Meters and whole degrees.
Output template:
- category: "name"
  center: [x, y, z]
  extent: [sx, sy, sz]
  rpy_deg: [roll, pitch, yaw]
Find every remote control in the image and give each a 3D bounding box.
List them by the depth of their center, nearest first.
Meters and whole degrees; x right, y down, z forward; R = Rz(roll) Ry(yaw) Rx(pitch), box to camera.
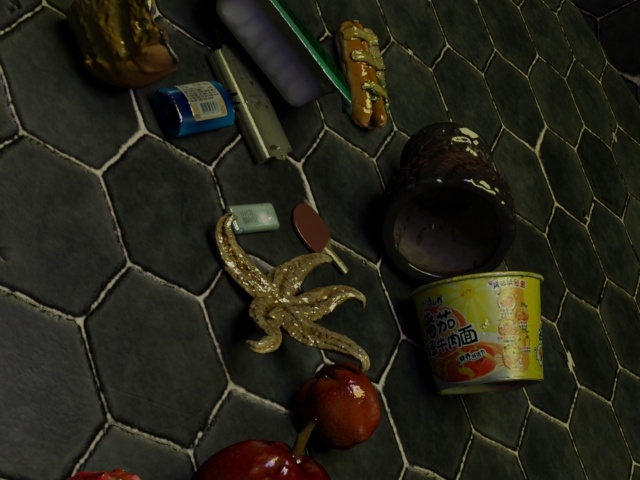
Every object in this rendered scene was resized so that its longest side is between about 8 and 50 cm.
- category: "remote control"
  center: [-0.116, -0.038, 1.996]
  extent: [0.124, 0.018, 0.053]
  rpy_deg: [-9, 75, -54]

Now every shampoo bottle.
- category: "shampoo bottle"
  center: [-0.203, -0.225, 1.975]
  extent: [0.183, 0.050, 0.087]
  rpy_deg: [-21, 83, -55]

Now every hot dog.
- category: "hot dog"
  center: [0.092, -0.341, 2.416]
  extent: [0.109, 0.072, 0.270]
  rpy_deg: [13, 58, -46]

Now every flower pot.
- category: "flower pot"
  center: [0.250, -0.090, 2.313]
  extent: [0.266, 0.266, 0.267]
  rpy_deg: [45, 29, -25]

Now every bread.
- category: "bread"
  center: [-0.315, -0.316, 1.815]
  extent: [0.174, 0.133, 0.251]
  rpy_deg: [63, -9, -6]

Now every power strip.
- category: "power strip"
  center: [-0.133, -0.260, 2.101]
  extent: [0.092, 0.034, 0.268]
  rpy_deg: [-22, 87, -55]

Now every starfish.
- category: "starfish"
  center: [-0.057, 0.090, 1.916]
  extent: [0.327, 0.094, 0.375]
  rpy_deg: [38, 27, -11]

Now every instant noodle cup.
- category: "instant noodle cup"
  center: [0.308, 0.182, 2.219]
  extent: [0.264, 0.264, 0.200]
  rpy_deg: [12, 68, -49]

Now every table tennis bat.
- category: "table tennis bat"
  center: [0.000, 0.000, 2.130]
  extent: [0.156, 0.013, 0.087]
  rpy_deg: [51, 34, -15]

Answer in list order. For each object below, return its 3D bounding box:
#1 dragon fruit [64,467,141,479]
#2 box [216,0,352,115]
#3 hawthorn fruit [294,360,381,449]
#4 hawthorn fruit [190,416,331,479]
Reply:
- category: "dragon fruit"
  center: [-0.256, 0.361, 1.356]
  extent: [0.210, 0.268, 0.205]
  rpy_deg: [28, 43, 2]
- category: "box"
  center: [-0.081, -0.369, 2.133]
  extent: [0.337, 0.106, 0.264]
  rpy_deg: [50, 9, -18]
- category: "hawthorn fruit"
  center: [0.036, 0.271, 1.897]
  extent: [0.138, 0.132, 0.133]
  rpy_deg: [62, 34, -9]
- category: "hawthorn fruit"
  center: [-0.074, 0.361, 1.608]
  extent: [0.230, 0.210, 0.266]
  rpy_deg: [22, 87, -26]
